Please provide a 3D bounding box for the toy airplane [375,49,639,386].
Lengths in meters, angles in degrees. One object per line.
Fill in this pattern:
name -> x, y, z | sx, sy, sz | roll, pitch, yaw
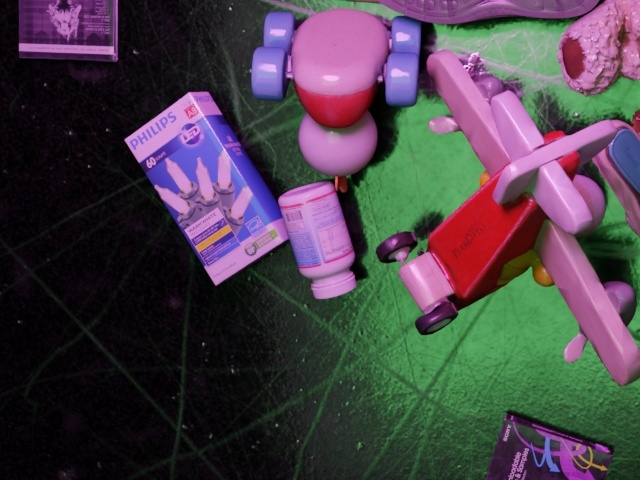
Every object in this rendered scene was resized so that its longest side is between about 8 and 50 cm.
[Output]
toy airplane -> 0.272, -0.042, 1.435 | 0.384, 0.272, 0.386 | 22, 121, 53

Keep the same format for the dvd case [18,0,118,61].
dvd case -> -0.390, -0.391, 1.717 | 0.164, 0.018, 0.221 | 4, 99, 14

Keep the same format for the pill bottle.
pill bottle -> 0.000, 0.000, 1.623 | 0.087, 0.087, 0.160 | -13, 101, 18

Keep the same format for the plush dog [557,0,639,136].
plush dog -> 0.475, -0.243, 1.427 | 0.262, 0.210, 0.225 | -23, 107, 46

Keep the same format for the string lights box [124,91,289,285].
string lights box -> -0.163, -0.079, 1.667 | 0.133, 0.077, 0.260 | -33, 88, 19

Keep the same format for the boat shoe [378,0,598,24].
boat shoe -> 0.218, -0.352, 1.489 | 0.320, 0.103, 0.118 | 4, 105, 15

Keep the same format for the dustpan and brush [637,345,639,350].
dustpan and brush -> 0.527, 0.120, 1.504 | 0.211, 0.060, 0.147 | -19, 93, 18

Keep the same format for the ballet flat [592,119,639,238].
ballet flat -> 0.432, -0.060, 1.490 | 0.086, 0.086, 0.248 | -30, 111, 18

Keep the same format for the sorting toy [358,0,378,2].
sorting toy -> 0.076, -0.443, 1.568 | 0.193, 0.038, 0.208 | 8, 105, 15

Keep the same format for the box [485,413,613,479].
box -> 0.329, 0.332, 1.610 | 0.162, 0.029, 0.116 | 17, 103, 14

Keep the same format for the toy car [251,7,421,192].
toy car -> 0.027, -0.184, 1.567 | 0.219, 0.210, 0.238 | 3, 127, 5
